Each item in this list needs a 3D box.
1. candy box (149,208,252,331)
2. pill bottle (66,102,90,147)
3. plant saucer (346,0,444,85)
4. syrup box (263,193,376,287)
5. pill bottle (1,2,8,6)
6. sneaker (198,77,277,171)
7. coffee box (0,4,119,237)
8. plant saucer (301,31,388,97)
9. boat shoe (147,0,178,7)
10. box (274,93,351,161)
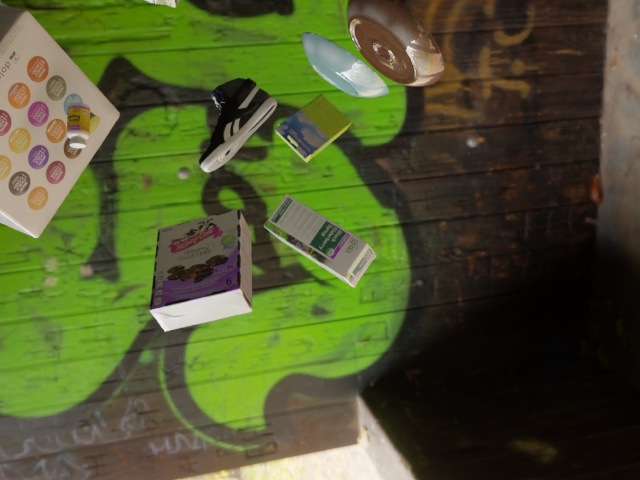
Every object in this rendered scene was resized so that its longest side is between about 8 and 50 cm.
[{"bbox_3d":[-0.210,0.050,1.312,0.070,0.165,0.196,68,-169,-46],"label":"candy box"},{"bbox_3d":[-0.479,-0.227,1.453,0.043,0.043,0.083,139,130,-74],"label":"pill bottle"},{"bbox_3d":[0.108,-0.312,1.165,0.199,0.036,0.198,40,169,10],"label":"plant saucer"},{"bbox_3d":[0.000,0.000,1.643,0.237,0.093,0.096,32,174,26],"label":"syrup box"},{"bbox_3d":[-0.833,-0.467,1.840,0.363,0.210,0.210,87,169,-57],"label":"pill bottle"},{"bbox_3d":[-0.206,-0.253,1.554,0.121,0.217,0.079,42,167,5],"label":"sneaker"},{"bbox_3d":[-0.703,-0.261,1.525,0.337,0.338,0.334,-62,-30,-18],"label":"coffee box"},{"bbox_3d":[0.037,-0.314,1.365,0.037,0.195,0.195,-57,17,0],"label":"plant saucer"},{"bbox_3d":[-0.381,-0.668,1.809,0.302,0.094,0.109,164,119,-75],"label":"boat shoe"},{"bbox_3d":[-0.022,-0.267,1.764,0.109,0.178,0.042,44,148,5],"label":"box"}]
